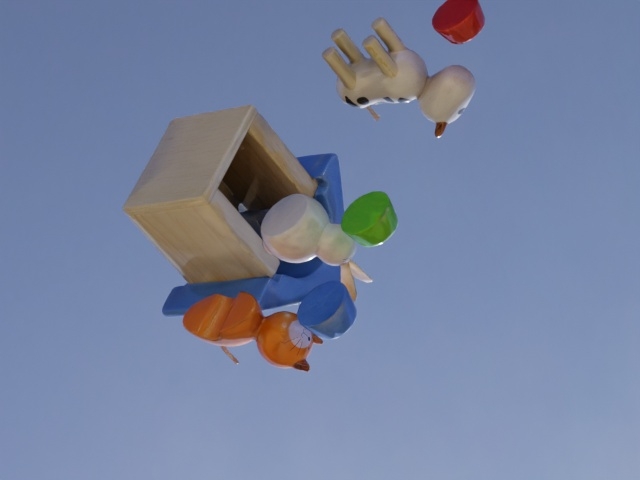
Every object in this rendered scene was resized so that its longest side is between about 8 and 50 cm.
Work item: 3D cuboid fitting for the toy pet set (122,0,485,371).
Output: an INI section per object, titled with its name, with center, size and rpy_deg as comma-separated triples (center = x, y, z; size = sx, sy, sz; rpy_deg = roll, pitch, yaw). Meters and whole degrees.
[toy pet set]
center = 0.000, 0.000, 0.577
size = 0.114, 0.122, 0.065
rpy_deg = -6, -45, 41
